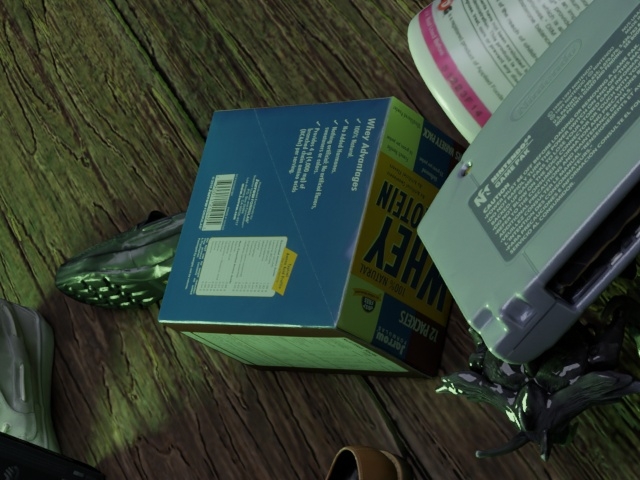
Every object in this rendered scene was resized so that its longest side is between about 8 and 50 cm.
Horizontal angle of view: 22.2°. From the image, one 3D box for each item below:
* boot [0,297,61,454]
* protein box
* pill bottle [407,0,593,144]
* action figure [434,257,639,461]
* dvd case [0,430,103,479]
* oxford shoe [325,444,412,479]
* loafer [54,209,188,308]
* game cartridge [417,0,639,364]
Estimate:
[{"bbox_3d":[-0.324,0.168,1.580,0.095,0.123,0.258,-29,53,27],"label":"boot"},{"bbox_3d":[0.000,0.000,1.376,0.201,0.136,0.200,0,69,41],"label":"protein box"},{"bbox_3d":[0.222,-0.190,1.263,0.283,0.160,0.160,-37,50,22],"label":"pill bottle"},{"bbox_3d":[0.189,0.063,1.186,0.164,0.141,0.275,-7,50,36],"label":"action figure"},{"bbox_3d":[-0.319,0.291,1.476,0.029,0.179,0.238,23,85,49],"label":"dvd case"},{"bbox_3d":[0.003,0.262,1.288,0.076,0.076,0.212,7,75,41],"label":"oxford shoe"},{"bbox_3d":[-0.157,0.012,1.553,0.223,0.076,0.078,-13,56,30],"label":"loafer"},{"bbox_3d":[0.191,-0.073,1.118,0.294,0.060,0.196,-49,31,14],"label":"game cartridge"}]
